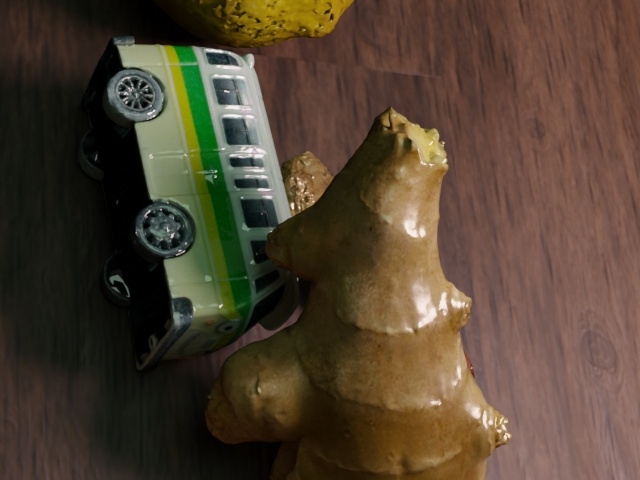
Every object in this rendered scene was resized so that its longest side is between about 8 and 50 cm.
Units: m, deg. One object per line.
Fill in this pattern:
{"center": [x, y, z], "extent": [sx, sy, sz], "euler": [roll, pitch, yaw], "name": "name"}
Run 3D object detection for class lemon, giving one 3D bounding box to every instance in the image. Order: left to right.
{"center": [-0.072, -0.328, 1.470], "extent": [0.258, 0.258, 0.310], "euler": [-13, 70, -29], "name": "lemon"}

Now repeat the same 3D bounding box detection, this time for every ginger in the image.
{"center": [0.000, -0.003, 1.454], "extent": [0.067, 0.096, 0.165], "euler": [-20, 103, 8], "name": "ginger"}
{"center": [0.025, 0.086, 1.301], "extent": [0.166, 0.236, 0.375], "euler": [-10, 91, -68], "name": "ginger"}

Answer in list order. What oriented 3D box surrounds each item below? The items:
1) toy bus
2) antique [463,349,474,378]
{"center": [-0.113, -0.036, 1.373], "extent": [0.164, 0.133, 0.276], "euler": [-6, 69, -25], "name": "toy bus"}
{"center": [0.092, 0.130, 1.407], "extent": [0.104, 0.104, 0.104], "euler": [10, 62, -20], "name": "antique"}
